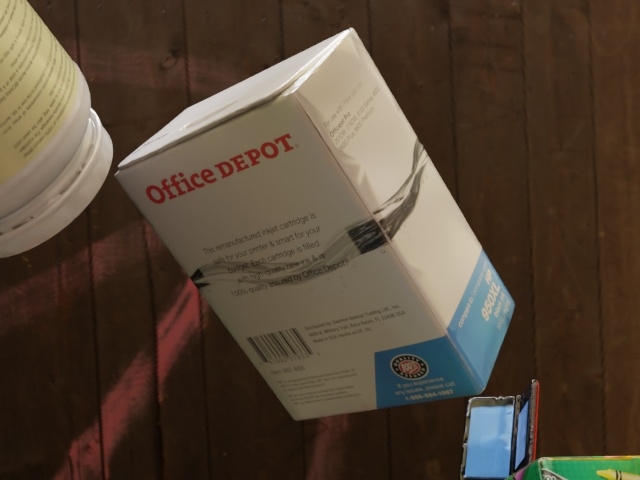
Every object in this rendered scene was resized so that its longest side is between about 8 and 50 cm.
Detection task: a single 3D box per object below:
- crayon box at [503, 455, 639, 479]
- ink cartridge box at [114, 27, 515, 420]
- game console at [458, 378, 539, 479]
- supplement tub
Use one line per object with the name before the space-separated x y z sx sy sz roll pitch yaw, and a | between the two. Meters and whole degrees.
crayon box | 0.311 0.281 0.859 0.278 0.165 0.081 4 -122 -16
ink cartridge box | 0.000 0.000 0.985 0.395 0.285 0.166 57 -139 -20
game console | 0.249 0.273 1.192 0.085 0.124 0.144 9 -120 5
supplement tub | -0.373 -0.157 0.820 0.235 0.235 0.325 -48 -43 -16
